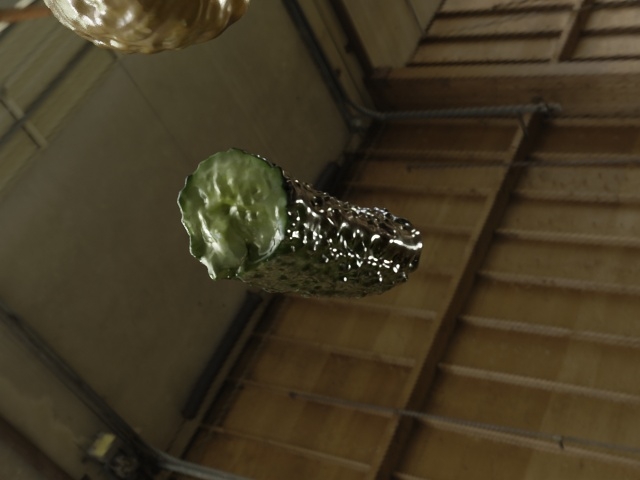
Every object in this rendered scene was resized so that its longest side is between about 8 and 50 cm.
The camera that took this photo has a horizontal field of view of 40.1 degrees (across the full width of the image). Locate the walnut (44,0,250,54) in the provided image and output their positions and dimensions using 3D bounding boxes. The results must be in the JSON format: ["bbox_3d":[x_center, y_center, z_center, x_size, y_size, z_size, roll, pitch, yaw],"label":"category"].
[{"bbox_3d":[-0.117,-0.202,0.585,0.155,0.155,0.184,-45,-150,-17],"label":"walnut"}]

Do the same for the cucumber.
[{"bbox_3d":[-0.001,0.000,0.434,0.058,0.187,0.058,-3,-98,24],"label":"cucumber"}]
